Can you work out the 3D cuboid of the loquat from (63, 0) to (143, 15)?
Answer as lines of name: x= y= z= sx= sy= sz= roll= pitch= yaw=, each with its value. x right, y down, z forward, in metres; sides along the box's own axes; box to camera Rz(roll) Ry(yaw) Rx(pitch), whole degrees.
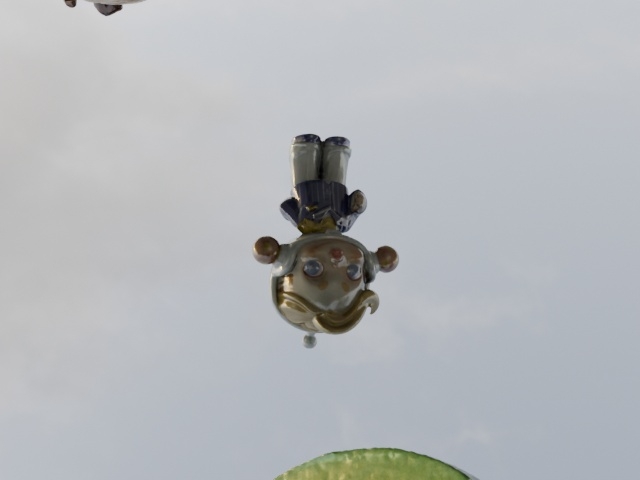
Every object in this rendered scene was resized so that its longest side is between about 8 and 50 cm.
loquat: x=-0.175 y=-0.321 z=0.984 sx=0.238 sy=0.238 sz=0.193 roll=-31 pitch=-103 yaw=-34

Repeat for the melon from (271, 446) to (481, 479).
melon: x=0.104 y=0.341 z=1.046 sx=0.331 sy=0.343 sz=0.226 roll=58 pitch=-148 yaw=0

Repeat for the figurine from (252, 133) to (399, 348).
figurine: x=-0.010 y=-0.004 z=1.478 sx=0.194 sy=0.133 sz=0.274 roll=-19 pitch=-97 yaw=-24
